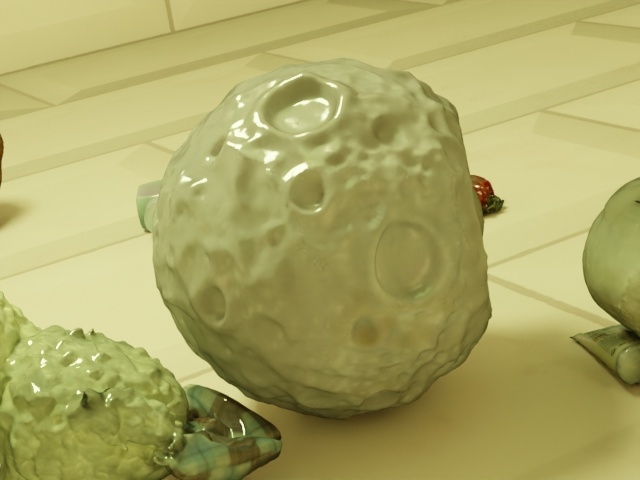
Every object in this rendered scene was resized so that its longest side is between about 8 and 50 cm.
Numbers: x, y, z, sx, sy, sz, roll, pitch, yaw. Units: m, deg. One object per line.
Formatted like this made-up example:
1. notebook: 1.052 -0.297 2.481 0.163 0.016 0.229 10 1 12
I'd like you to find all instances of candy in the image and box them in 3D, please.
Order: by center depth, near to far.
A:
1. candy: 0.389 0.022 1.232 0.295 0.185 0.295 -12 13 3

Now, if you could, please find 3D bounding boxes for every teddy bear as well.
1. teddy bear: -0.287 0.195 1.147 0.375 0.362 0.327 -49 0 0

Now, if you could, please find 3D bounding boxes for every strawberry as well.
1. strawberry: 0.178 -0.065 1.790 0.103 0.048 0.152 -17 23 -32

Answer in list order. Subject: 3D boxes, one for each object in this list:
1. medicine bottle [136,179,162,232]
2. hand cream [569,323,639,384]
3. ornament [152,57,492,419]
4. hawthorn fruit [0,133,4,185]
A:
1. medicine bottle: -0.222 -0.047 1.909 0.074 0.055 0.118 -9 18 -2
2. hand cream: 0.284 0.104 1.283 0.061 0.039 0.143 -16 10 0
3. ornament: 0.000 0.000 1.254 0.337 0.337 0.337 -8 19 3
4. hawthorn fruit: -0.604 -0.113 2.014 0.258 0.258 0.261 -21 4 -30
